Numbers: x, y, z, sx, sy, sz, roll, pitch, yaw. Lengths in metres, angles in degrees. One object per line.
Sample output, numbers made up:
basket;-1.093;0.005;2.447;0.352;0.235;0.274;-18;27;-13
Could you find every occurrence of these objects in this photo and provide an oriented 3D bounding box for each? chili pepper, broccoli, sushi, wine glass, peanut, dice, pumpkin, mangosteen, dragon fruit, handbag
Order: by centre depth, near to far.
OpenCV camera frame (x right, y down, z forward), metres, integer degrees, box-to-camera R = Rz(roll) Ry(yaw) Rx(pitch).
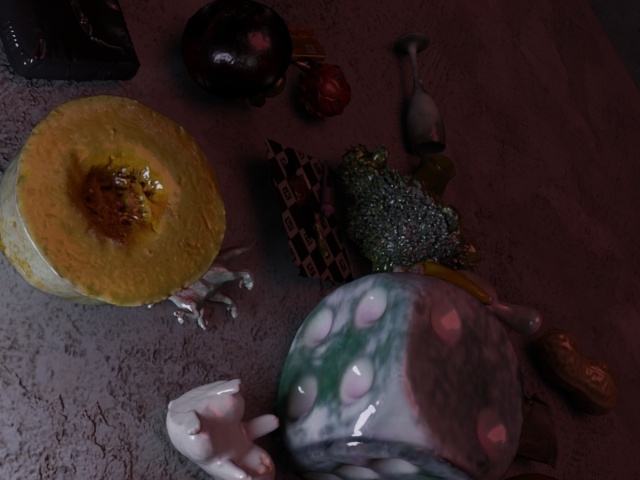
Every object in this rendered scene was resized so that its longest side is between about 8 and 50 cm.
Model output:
pumpkin;-0.334;-0.042;1.277;0.333;0.199;0.332;12;68;-33
handbag;-0.448;-0.397;1.401;0.244;0.088;0.275;-11;75;-48
dice;0.141;0.281;1.460;0.330;0.328;0.348;36;50;-26
mangosteen;-0.164;-0.360;1.582;0.216;0.216;0.216;20;58;-36
chili pepper;-0.001;0.000;1.607;0.030;0.017;0.083;71;3;-63
sushi;-0.040;-0.045;1.648;0.264;0.050;0.289;12;60;-63
dragon fruit;0.008;-0.327;1.788;0.121;0.130;0.141;11;60;-1
broccoli;0.233;-0.038;1.823;0.397;0.275;0.352;0;88;-65
handbag;0.436;0.406;1.845;0.271;0.117;0.182;22;48;-34
wine glass;0.188;-0.378;1.987;0.264;0.096;0.309;13;63;-42
peanut;0.651;0.330;2.065;0.298;0.136;0.120;42;10;-20

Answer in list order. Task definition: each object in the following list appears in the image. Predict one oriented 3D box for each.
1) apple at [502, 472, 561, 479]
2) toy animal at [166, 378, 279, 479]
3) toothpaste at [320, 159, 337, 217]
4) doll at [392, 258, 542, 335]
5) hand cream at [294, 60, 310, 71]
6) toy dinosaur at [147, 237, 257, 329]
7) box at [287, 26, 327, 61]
apple;0.432;0.626;1.620;0.250;0.278;0.309;50;52;-34
toy animal;-0.126;0.353;1.311;0.282;0.138;0.140;52;40;-14
toothpaste;0.017;-0.105;1.724;0.045;0.028;0.169;48;29;-32
doll;0.267;0.110;1.585;0.252;0.237;0.111;29;76;-25
hand cream;-0.026;-0.394;1.849;0.102;0.022;0.035;31;51;-23
toy dinosaur;-0.193;0.058;1.445;0.167;0.053;0.242;38;57;-16
box;-0.061;-0.439;1.823;0.156;0.022;0.089;-14;70;-47
